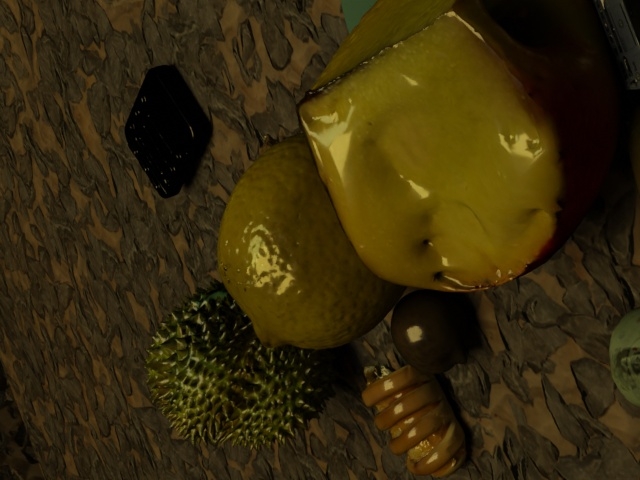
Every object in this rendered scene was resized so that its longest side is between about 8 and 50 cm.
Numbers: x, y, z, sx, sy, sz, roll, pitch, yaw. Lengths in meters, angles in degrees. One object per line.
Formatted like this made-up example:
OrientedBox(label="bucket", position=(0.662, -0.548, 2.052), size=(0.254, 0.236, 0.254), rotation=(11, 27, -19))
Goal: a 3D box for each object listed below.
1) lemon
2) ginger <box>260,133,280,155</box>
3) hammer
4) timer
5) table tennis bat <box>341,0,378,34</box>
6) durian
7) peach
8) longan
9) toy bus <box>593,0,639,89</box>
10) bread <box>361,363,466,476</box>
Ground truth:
OrientedBox(label="lemon", position=(-0.001, -0.001, 1.826), size=(0.267, 0.267, 0.267), rotation=(38, 138, 43))
OrientedBox(label="ginger", position=(-0.014, -0.061, 2.014), size=(0.214, 0.059, 0.133), rotation=(29, 137, 51))
OrientedBox(label="hammer", position=(0.341, 0.016, 1.432), size=(0.202, 0.113, 0.306), rotation=(-12, 93, 58))
OrientedBox(label="timer", position=(-0.239, -0.169, 2.332), size=(0.144, 0.055, 0.187), rotation=(56, 145, 17))
OrientedBox(label="table tennis bat", position=(0.080, -0.291, 1.730), size=(0.153, 0.040, 0.244), rotation=(62, 153, 18))
OrientedBox(label="durian", position=(-0.117, 0.169, 2.138), size=(0.291, 0.291, 0.225), rotation=(18, 128, 54))
OrientedBox(label="peach", position=(0.151, -0.120, 1.522), size=(0.306, 0.242, 0.380), rotation=(47, 139, -7))
OrientedBox(label="longan", position=(0.137, 0.114, 1.841), size=(0.113, 0.092, 0.113), rotation=(23, 126, 36))
OrientedBox(label="toy bus", position=(0.305, -0.195, 1.379), size=(0.167, 0.073, 0.076), rotation=(71, 159, 5))
OrientedBox(label="bread", position=(0.122, 0.231, 1.956), size=(0.177, 0.084, 0.119), rotation=(60, 151, 7))
